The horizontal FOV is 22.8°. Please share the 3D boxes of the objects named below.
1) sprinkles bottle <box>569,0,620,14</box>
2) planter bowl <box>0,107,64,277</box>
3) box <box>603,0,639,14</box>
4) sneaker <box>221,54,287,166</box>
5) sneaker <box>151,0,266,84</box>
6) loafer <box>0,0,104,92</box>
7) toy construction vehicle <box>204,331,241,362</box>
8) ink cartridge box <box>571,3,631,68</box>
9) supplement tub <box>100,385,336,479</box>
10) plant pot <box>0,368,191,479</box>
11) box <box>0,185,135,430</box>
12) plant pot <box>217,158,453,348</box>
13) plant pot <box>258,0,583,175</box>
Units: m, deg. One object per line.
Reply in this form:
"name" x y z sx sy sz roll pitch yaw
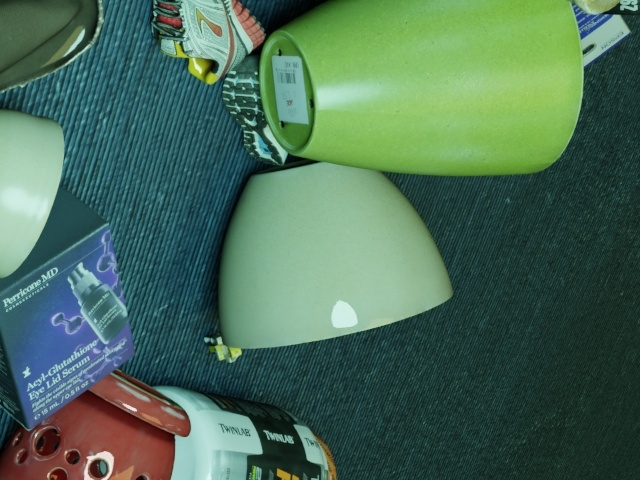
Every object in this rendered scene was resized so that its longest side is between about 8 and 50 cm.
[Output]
"sprinkles bottle" 0.176 -0.359 1.691 0.121 0.355 0.121 -33 140 -32
"planter bowl" -0.327 -0.057 1.495 0.109 0.162 0.162 21 101 -29
"box" 0.385 -0.482 1.976 0.257 0.079 0.322 67 32 -55
"sneaker" -0.066 -0.161 1.833 0.073 0.063 0.162 -61 156 -30
"sneaker" -0.134 -0.235 1.639 0.093 0.088 0.225 -51 147 -7
"loafer" -0.328 -0.161 1.407 0.366 0.130 0.134 -25 135 -40
"toy construction vehicle" -0.095 0.126 1.995 0.085 0.098 0.035 -16 96 -25
"ink cartridge box" 0.272 -0.314 2.068 0.175 0.069 0.371 -36 147 11
"supplement tub" -0.123 0.293 1.998 0.316 0.193 0.194 19 102 -56
"plant pot" -0.249 0.236 1.794 0.174 0.191 0.191 -60 147 -5
"box" -0.296 0.067 1.662 0.153 0.108 0.207 -37 142 -28
"plant pot" 0.000 0.000 1.887 0.284 0.284 0.191 -19 99 -44
"plant pot" 0.090 -0.185 1.760 0.293 0.275 0.275 -12 128 -26
